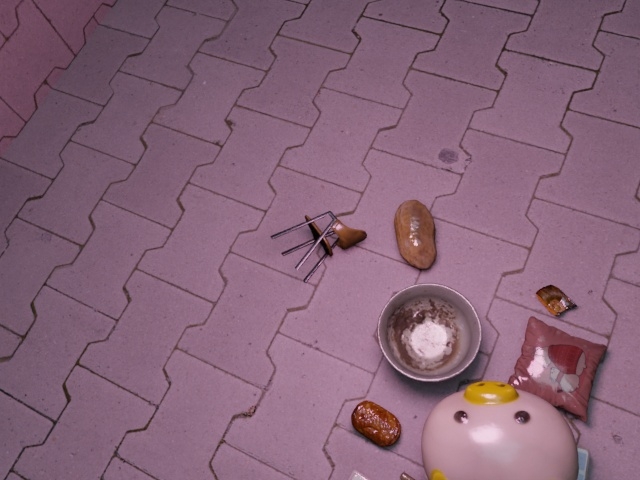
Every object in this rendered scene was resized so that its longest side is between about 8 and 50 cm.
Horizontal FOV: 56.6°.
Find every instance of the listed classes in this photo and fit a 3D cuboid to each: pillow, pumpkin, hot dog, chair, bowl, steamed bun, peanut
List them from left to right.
[{"bbox_3d":[0.000,0.000,1.892,0.247,0.158,0.172,-39,68,-6],"label":"chair"},{"bbox_3d":[0.158,0.517,1.679,0.147,0.065,0.099,29,73,9],"label":"hot dog"},{"bbox_3d":[0.300,-0.017,1.864,0.129,0.129,0.224,-5,74,8],"label":"peanut"},{"bbox_3d":[0.311,0.280,1.713,0.290,0.146,0.289,-4,64,7],"label":"bowl"},{"bbox_3d":[0.440,0.527,1.482,0.374,0.334,0.333,-7,65,17],"label":"steamed bun"},{"bbox_3d":[0.692,0.178,1.752,0.073,0.035,0.101,-29,60,-16],"label":"pumpkin"},{"bbox_3d":[0.657,0.353,1.648,0.223,0.084,0.236,18,73,16],"label":"pillow"}]

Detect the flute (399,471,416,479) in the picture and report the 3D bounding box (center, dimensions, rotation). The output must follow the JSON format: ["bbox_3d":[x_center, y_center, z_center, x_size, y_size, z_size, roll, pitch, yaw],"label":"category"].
[{"bbox_3d":[0.317,0.693,1.590,0.233,0.027,0.027,27,73,20],"label":"flute"}]

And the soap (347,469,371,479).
[{"bbox_3d":[0.139,0.719,1.591,0.183,0.063,0.121,27,71,20],"label":"soap"}]

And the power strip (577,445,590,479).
[{"bbox_3d":[0.622,0.652,1.542,0.118,0.046,0.270,12,69,15],"label":"power strip"}]
